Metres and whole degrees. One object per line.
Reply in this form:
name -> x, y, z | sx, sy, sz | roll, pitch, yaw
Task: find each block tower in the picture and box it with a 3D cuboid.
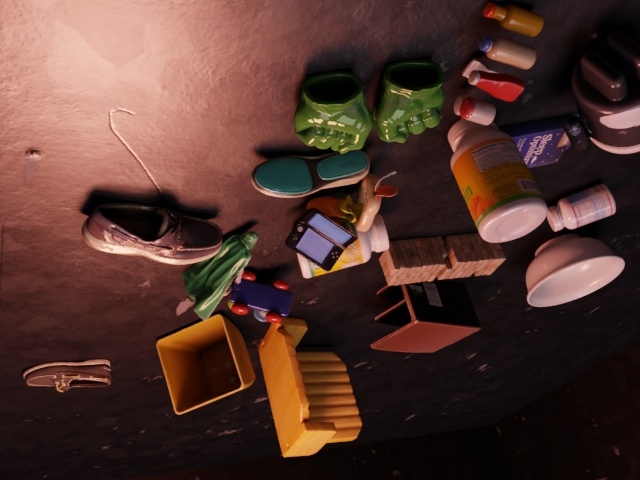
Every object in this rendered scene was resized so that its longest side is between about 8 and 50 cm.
block tower -> 0.318, 0.048, 1.849 | 0.336, 0.091, 0.097 | -3, 148, -22

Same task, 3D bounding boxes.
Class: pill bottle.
pill bottle -> 0.343, -0.131, 1.389 | 0.136, 0.245, 0.136 | -13, 151, -7
pill bottle -> 0.680, -0.082, 1.819 | 0.160, 0.087, 0.087 | -21, 151, 7
pill bottle -> 0.047, 0.006, 1.604 | 0.208, 0.117, 0.117 | -15, 151, -3

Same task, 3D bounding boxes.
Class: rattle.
rattle -> 0.066, -0.098, 1.434 | 0.143, 0.130, 0.200 | 27, 172, -4

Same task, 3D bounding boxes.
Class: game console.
game console -> 0.000, 0.000, 1.503 | 0.107, 0.122, 0.071 | -56, -172, 3

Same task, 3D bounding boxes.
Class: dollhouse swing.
dollhouse swing -> 0.009, 0.431, 2.082 | 0.305, 0.346, 0.315 | -2, 148, -23

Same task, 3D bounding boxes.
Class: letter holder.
letter holder -> 0.295, 0.233, 2.100 | 0.302, 0.152, 0.214 | 11, 143, -41

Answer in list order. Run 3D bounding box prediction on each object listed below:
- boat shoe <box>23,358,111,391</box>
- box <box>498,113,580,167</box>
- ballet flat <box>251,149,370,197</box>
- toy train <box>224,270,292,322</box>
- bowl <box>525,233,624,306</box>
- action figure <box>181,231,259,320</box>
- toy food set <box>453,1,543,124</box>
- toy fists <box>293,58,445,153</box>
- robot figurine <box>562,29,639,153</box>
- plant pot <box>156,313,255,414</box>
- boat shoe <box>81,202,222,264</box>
boat shoe -> -0.692, 0.376, 1.904 | 0.228, 0.068, 0.081 | -3, 148, -24
box -> 0.477, -0.212, 1.539 | 0.225, 0.036, 0.136 | -13, 151, -10
ballet flat -> -0.022, -0.128, 1.383 | 0.248, 0.086, 0.086 | -9, 150, -17
toy train -> -0.208, 0.141, 1.748 | 0.248, 0.105, 0.143 | 16, 160, -13
bowl -> 0.732, 0.072, 2.067 | 0.298, 0.134, 0.298 | -14, 151, -8
action figure -> -0.217, 0.060, 1.577 | 0.232, 0.137, 0.063 | -45, 156, 26
toy food set -> 0.287, -0.296, 1.220 | 0.105, 0.111, 0.232 | 11, 143, -21
toy fists -> 0.090, -0.230, 1.241 | 0.279, 0.096, 0.142 | -12, 152, -11
robot figurine -> 0.581, -0.282, 1.338 | 0.209, 0.173, 0.278 | -4, 159, 28
plant pot -> -0.297, 0.348, 1.943 | 0.212, 0.212, 0.187 | -24, 162, 13
boat shoe -> -0.321, -0.020, 1.382 | 0.285, 0.102, 0.092 | 8, 148, -28
